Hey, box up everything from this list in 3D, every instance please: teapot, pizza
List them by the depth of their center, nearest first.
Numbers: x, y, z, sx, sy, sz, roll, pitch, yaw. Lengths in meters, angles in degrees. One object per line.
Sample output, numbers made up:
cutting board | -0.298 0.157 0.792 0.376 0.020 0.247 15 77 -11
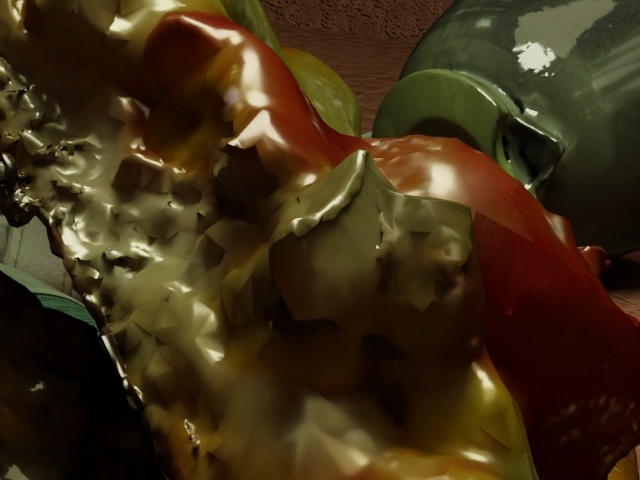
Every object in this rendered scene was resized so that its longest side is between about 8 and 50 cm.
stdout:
pizza | 0.000 0.000 0.513 0.130 0.406 0.440 -34 0 2
teapot | 0.122 -0.096 1.288 0.321 0.239 0.239 23 33 36

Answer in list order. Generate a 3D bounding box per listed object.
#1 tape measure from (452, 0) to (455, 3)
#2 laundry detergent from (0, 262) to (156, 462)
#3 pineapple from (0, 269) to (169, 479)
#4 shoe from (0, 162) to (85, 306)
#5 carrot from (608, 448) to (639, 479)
tape measure | 0.221 -0.171 1.629 0.138 0.262 0.259 12 11 -24
laundry detergent | -0.160 0.050 0.857 0.099 0.070 0.225 -12 22 -36
pineapple | -0.180 0.123 0.399 0.175 0.175 0.361 14 30 30
shoe | -0.178 -0.041 1.017 0.351 0.172 0.198 -2 16 -33
carrot | 0.132 0.107 0.828 0.043 0.043 0.248 8 11 8
